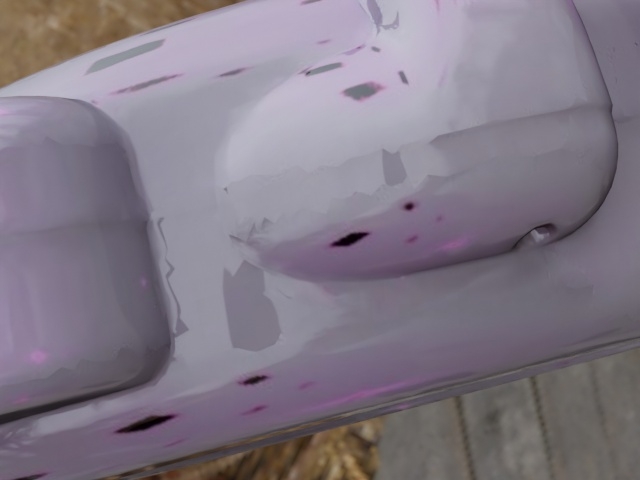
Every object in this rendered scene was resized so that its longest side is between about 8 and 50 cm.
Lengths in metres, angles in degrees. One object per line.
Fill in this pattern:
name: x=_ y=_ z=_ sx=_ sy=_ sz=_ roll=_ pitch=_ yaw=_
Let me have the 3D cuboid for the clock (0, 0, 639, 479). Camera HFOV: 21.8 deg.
clock: x=0.000 y=0.000 z=0.498 sx=0.295 sy=0.322 sz=0.113 roll=-30 pitch=74 yaw=66
